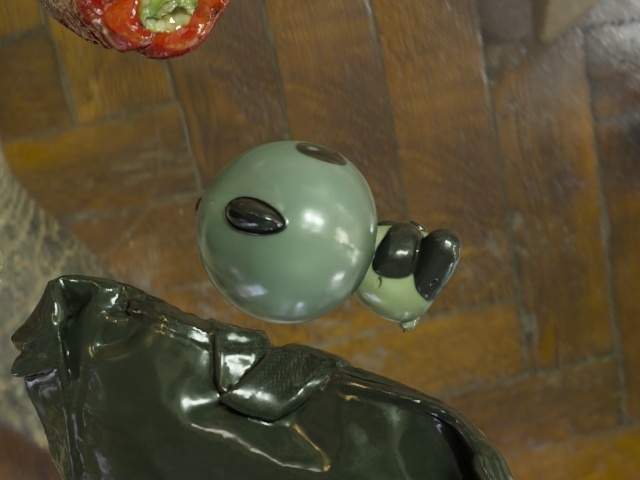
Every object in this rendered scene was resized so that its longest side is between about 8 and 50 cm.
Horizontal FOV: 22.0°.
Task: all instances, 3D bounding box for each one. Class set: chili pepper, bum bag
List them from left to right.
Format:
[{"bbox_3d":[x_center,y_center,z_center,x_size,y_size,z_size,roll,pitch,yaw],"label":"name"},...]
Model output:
[{"bbox_3d":[-0.079,-0.115,0.666,0.073,0.123,0.070,7,108,-25],"label":"chili pepper"},{"bbox_3d":[-0.029,0.121,0.924,0.326,0.079,0.142,19,115,15],"label":"bum bag"}]

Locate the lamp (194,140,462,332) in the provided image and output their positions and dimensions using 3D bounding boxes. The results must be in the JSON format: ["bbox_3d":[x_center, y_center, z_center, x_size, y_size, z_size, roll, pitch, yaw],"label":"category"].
[{"bbox_3d":[0.000,0.000,1.584,0.244,0.198,0.198,15,115,-17],"label":"lamp"}]

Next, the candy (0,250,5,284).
[{"bbox_3d":[-0.408,0.038,1.564,0.135,0.321,0.179,-37,110,4],"label":"candy"}]
